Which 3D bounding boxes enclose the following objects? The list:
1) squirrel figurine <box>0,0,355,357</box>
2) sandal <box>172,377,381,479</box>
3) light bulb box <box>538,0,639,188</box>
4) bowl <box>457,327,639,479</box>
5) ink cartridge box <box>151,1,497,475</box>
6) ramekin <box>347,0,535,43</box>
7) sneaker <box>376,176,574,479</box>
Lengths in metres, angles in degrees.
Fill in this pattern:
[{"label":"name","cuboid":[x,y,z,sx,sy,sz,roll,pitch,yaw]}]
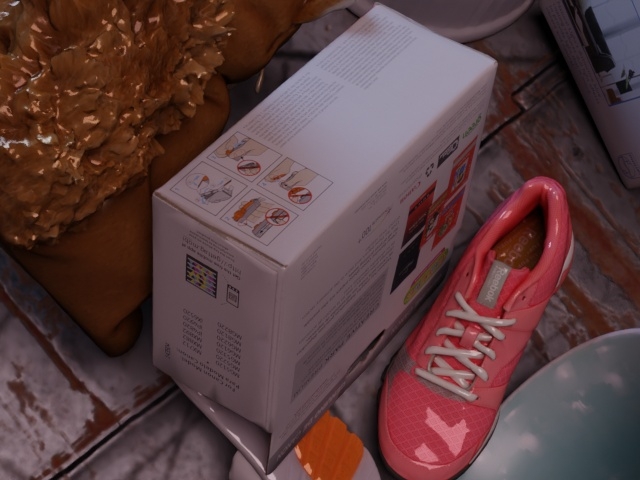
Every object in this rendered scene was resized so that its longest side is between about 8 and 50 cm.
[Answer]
[{"label":"squirrel figurine","cuboid":[-0.141,-0.144,1.234,0.281,0.397,0.370,45,80,6]},{"label":"sandal","cuboid":[-0.051,0.170,1.346,0.265,0.076,0.102,48,52,-3]},{"label":"light bulb box","cuboid":[0.456,-0.235,1.401,0.358,0.361,0.225,-28,95,-17]},{"label":"bowl","cuboid":[0.259,0.245,1.310,0.163,0.311,0.311,39,70,-22]},{"label":"ink cartridge box","cuboid":[0.000,0.000,1.295,0.130,0.272,0.309,29,49,21]},{"label":"ramekin","cuboid":[0.123,-0.343,1.484,0.277,0.135,0.277,3,75,-13]},{"label":"sneaker","cuboid":[0.135,0.071,1.373,0.116,0.136,0.314,24,69,11]}]
